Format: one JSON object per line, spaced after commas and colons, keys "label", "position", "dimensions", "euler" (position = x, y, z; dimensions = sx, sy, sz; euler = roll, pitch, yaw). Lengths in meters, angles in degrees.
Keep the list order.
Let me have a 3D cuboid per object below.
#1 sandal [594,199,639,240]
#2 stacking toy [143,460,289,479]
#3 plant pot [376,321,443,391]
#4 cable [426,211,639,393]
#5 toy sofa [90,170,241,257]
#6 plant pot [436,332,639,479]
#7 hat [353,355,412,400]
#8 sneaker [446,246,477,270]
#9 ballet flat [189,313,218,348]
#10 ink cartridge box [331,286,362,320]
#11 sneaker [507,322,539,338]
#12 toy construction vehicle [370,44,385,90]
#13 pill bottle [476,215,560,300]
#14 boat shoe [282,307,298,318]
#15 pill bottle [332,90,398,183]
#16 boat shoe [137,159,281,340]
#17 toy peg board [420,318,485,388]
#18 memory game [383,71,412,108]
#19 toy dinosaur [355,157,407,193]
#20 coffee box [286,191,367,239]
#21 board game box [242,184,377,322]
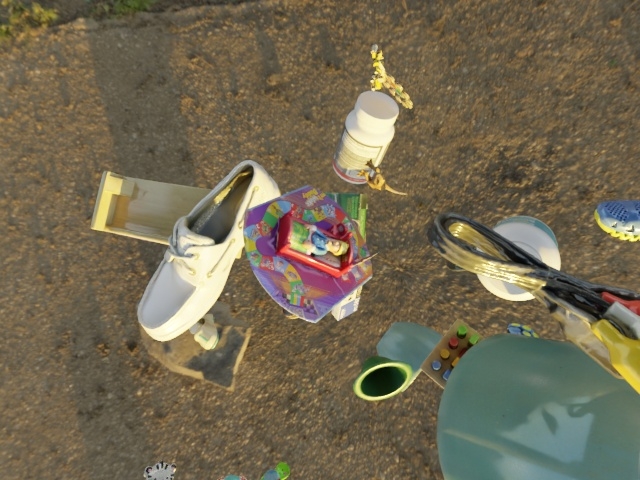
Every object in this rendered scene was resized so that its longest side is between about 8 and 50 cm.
{"label": "sandal", "position": [0.869, -0.077, 1.022], "dimensions": [0.316, 0.138, 0.126], "euler": [0, 49, 8]}
{"label": "stacking toy", "position": [-0.173, 0.386, 0.619], "dimensions": [0.167, 0.221, 0.052], "euler": [-59, 34, 35]}
{"label": "plant pot", "position": [0.355, 0.463, 1.744], "dimensions": [0.195, 0.290, 0.290], "euler": [36, 93, 16]}
{"label": "cable", "position": [0.250, 0.044, 0.400], "dimensions": [0.287, 0.072, 0.139], "euler": [43, 51, 15]}
{"label": "toy sofa", "position": [-0.350, -0.060, 0.999], "dimensions": [0.361, 0.177, 0.151], "euler": [10, 87, 18]}
{"label": "plant pot", "position": [0.340, 0.269, 0.513], "dimensions": [0.292, 0.235, 0.294], "euler": [5, 78, -21]}
{"label": "hat", "position": [0.161, 0.358, 1.231], "dimensions": [0.172, 0.184, 0.209], "euler": [11, 124, -19]}
{"label": "sneaker", "position": [0.644, 0.079, 1.734], "dimensions": [0.101, 0.267, 0.106], "euler": [-10, 93, -28]}
{"label": "ballet flat", "position": [-0.374, 0.274, 1.287], "dimensions": [0.086, 0.248, 0.087], "euler": [0, 90, -21]}
{"label": "ink cartridge box", "position": [0.101, 0.203, 1.510], "dimensions": [0.097, 0.207, 0.046], "euler": [-23, 52, -28]}
{"label": "sneaker", "position": [0.605, 0.313, 1.165], "dimensions": [0.188, 0.078, 0.067], "euler": [40, 49, 0]}
{"label": "toy construction vehicle", "position": [0.144, -0.417, 0.993], "dimensions": [0.035, 0.098, 0.086], "euler": [3, 61, 16]}
{"label": "pill bottle", "position": [0.390, 0.032, 0.807], "dimensions": [0.146, 0.264, 0.147], "euler": [4, 99, 28]}
{"label": "boat shoe", "position": [-0.069, 0.246, 1.807], "dimensions": [0.341, 0.123, 0.124], "euler": [-35, 66, 32]}
{"label": "pill bottle", "position": [0.190, -0.431, 1.735], "dimensions": [0.210, 0.363, 0.211], "euler": [7, 56, -10]}
{"label": "boat shoe", "position": [-0.165, 0.005, 0.553], "dimensions": [0.098, 0.096, 0.277], "euler": [30, 80, 19]}
{"label": "toy peg board", "position": [0.349, 0.292, 0.970], "dimensions": [0.161, 0.079, 0.161], "euler": [38, 82, 26]}
{"label": "memory game", "position": [0.274, -0.555, 1.496], "dimensions": [0.012, 0.186, 0.186], "euler": [-43, 80, 11]}
{"label": "toy dinosaur", "position": [0.156, -0.155, 1.095], "dimensions": [0.064, 0.211, 0.112], "euler": [-43, 76, 18]}
{"label": "coffee box", "position": [0.008, -0.047, 0.875], "dimensions": [0.184, 0.040, 0.113], "euler": [7, 96, 30]}
{"label": "board game box", "position": [0.000, 0.000, 0.432], "dimensions": [0.033, 0.168, 0.133], "euler": [-37, 85, 43]}
